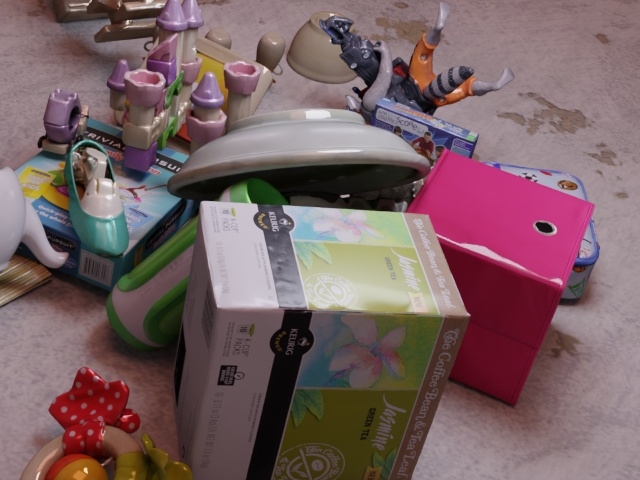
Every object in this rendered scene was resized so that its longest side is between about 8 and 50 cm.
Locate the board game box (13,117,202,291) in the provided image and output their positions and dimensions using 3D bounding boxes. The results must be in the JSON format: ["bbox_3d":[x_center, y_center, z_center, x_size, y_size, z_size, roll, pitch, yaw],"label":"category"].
[{"bbox_3d":[-0.363,-0.070,1.899,0.254,0.079,0.336,22,34,9],"label":"board game box"}]

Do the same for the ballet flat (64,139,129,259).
[{"bbox_3d":[-0.346,-0.075,1.762,0.083,0.087,0.247,-1,37,-25],"label":"ballet flat"}]

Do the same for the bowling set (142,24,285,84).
[{"bbox_3d":[-0.207,-0.306,2.256,0.287,0.154,0.199,6,56,-13],"label":"bowling set"}]

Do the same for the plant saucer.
[{"bbox_3d":[-0.035,-0.131,1.749,0.401,0.100,0.400,-4,-5,0],"label":"plant saucer"}]

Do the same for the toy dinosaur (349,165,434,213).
[{"bbox_3d":[0.111,-0.084,2.010,0.314,0.160,0.121,19,25,12],"label":"toy dinosaur"}]

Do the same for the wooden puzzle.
[{"bbox_3d":[-0.240,-0.270,2.134,0.239,0.221,0.044,28,-5,15],"label":"wooden puzzle"}]

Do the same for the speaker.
[{"bbox_3d":[-0.172,0.037,1.648,0.131,0.296,0.131,40,27,-25],"label":"speaker"}]

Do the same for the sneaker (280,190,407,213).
[{"bbox_3d":[0.000,0.000,1.835,0.331,0.122,0.146,4,82,-28],"label":"sneaker"}]

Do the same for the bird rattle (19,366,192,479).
[{"bbox_3d":[-0.288,0.281,1.448,0.207,0.143,0.253,-36,54,-27],"label":"bird rattle"}]

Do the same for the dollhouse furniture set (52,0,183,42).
[{"bbox_3d":[-0.376,-0.588,2.328,0.256,0.394,0.362,-13,87,-30],"label":"dollhouse furniture set"}]

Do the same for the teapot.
[{"bbox_3d":[-0.543,0.002,1.656,0.256,0.187,0.252,-3,12,20],"label":"teapot"}]

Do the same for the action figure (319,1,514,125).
[{"bbox_3d":[0.149,-0.310,2.211,0.341,0.330,0.178,33,42,-28],"label":"action figure"}]

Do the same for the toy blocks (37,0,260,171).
[{"bbox_3d":[-0.276,-0.286,1.923,0.309,0.260,0.288,12,31,6],"label":"toy blocks"}]

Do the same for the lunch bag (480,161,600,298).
[{"bbox_3d":[0.365,-0.022,2.066,0.243,0.115,0.303,10,36,-2],"label":"lunch bag"}]

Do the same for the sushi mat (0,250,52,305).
[{"bbox_3d":[-0.566,0.080,1.703,0.151,0.019,0.316,31,39,23],"label":"sushi mat"}]

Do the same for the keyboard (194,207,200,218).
[{"bbox_3d":[-0.109,-0.010,1.900,0.201,0.033,0.317,-15,58,-43],"label":"keyboard"}]

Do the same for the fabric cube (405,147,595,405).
[{"bbox_3d":[0.251,0.051,1.807,0.258,0.259,0.254,22,38,11],"label":"fabric cube"}]

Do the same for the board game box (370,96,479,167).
[{"bbox_3d":[0.187,-0.176,2.187,0.201,0.136,0.035,24,37,12],"label":"board game box"}]

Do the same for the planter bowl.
[{"bbox_3d":[0.015,-0.428,2.486,0.162,0.109,0.162,9,36,-7],"label":"planter bowl"}]

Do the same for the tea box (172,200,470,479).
[{"bbox_3d":[-0.015,0.146,1.536,0.324,0.329,0.220,2,38,-15],"label":"tea box"}]
